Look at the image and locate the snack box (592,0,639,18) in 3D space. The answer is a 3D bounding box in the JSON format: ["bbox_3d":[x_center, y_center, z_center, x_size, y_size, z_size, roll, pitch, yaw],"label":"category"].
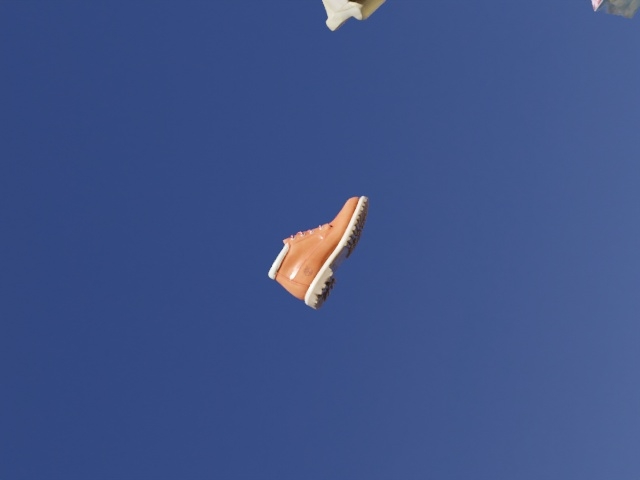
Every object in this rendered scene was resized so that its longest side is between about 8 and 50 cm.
[{"bbox_3d":[0.441,-0.455,1.852,0.070,0.174,0.207,9,-129,-17],"label":"snack box"}]

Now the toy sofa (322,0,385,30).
[{"bbox_3d":[-0.026,-0.427,1.459,0.150,0.177,0.362,-44,-83,-14],"label":"toy sofa"}]

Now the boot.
[{"bbox_3d":[0.000,0.000,1.620,0.158,0.084,0.059,-57,-17,-15],"label":"boot"}]
